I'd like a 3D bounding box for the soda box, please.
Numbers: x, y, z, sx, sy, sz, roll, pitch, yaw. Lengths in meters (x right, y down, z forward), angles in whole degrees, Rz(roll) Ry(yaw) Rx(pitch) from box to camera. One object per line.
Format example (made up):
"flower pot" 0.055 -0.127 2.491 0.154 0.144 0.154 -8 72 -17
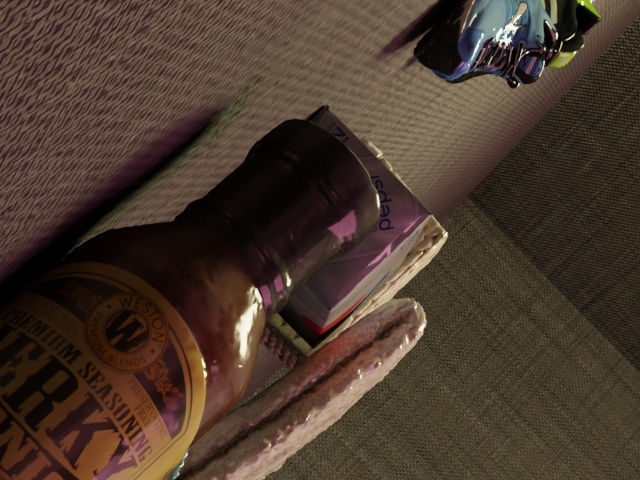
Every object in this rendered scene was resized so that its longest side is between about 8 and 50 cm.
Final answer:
"soda box" 0.000 0.000 1.301 0.091 0.098 0.286 -43 176 -7

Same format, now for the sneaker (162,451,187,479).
"sneaker" -0.110 0.065 1.015 0.087 0.092 0.228 -49 -166 26

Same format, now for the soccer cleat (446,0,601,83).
"soccer cleat" 0.149 -0.150 1.401 0.179 0.072 0.060 -40 174 -47

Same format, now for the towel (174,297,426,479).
"towel" -0.052 0.148 1.356 0.282 0.049 0.187 -35 174 -27

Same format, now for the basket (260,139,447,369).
"basket" 0.008 0.020 1.526 0.167 0.103 0.113 -42 175 -12

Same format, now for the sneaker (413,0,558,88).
"sneaker" 0.120 -0.135 1.269 0.063 0.073 0.162 -46 175 32

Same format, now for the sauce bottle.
"sauce bottle" -0.110 0.069 0.868 0.344 0.111 0.111 -44 176 -27

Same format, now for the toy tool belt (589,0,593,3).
"toy tool belt" 0.212 -0.202 1.654 0.051 0.052 0.083 -35 174 -13
